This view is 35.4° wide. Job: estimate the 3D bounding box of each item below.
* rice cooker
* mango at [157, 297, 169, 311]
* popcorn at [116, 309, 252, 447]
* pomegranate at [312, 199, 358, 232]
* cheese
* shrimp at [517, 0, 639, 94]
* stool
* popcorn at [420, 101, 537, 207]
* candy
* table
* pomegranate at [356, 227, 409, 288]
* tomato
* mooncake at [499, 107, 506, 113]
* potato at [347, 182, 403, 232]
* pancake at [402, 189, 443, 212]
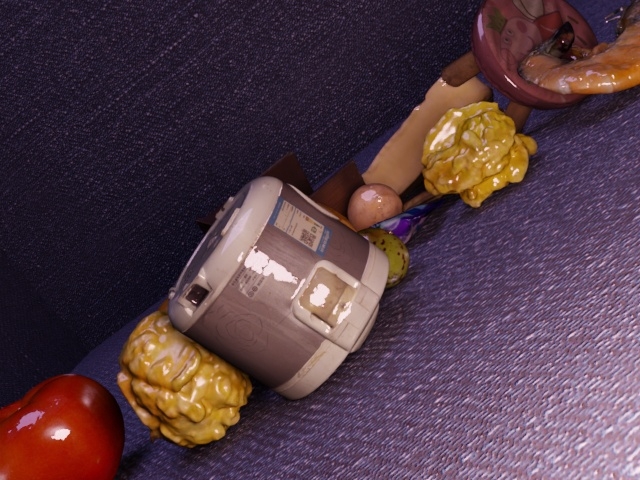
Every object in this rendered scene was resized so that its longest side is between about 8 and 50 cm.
[{"bbox_3d":[-0.054,0.072,1.482,0.288,0.277,0.288,-53,11,15],"label":"rice cooker"},{"bbox_3d":[-0.296,0.168,2.486,0.254,0.139,0.175,-37,9,-37],"label":"mango"},{"bbox_3d":[-0.234,0.228,1.602,0.266,0.233,0.192,12,62,47],"label":"popcorn"},{"bbox_3d":[-0.057,0.038,1.754,0.260,0.260,0.260,-38,8,6],"label":"pomegranate"},{"bbox_3d":[0.231,-0.218,2.215,0.384,0.104,0.384,-44,-7,-7],"label":"cheese"},{"bbox_3d":[0.511,-0.362,1.797,0.272,0.085,0.445,-3,32,31],"label":"shrimp"},{"bbox_3d":[0.388,-0.342,1.944,0.272,0.272,0.178,-44,-3,-31],"label":"stool"},{"bbox_3d":[0.267,-0.144,1.729,0.198,0.155,0.197,-32,30,21],"label":"popcorn"},{"bbox_3d":[0.111,0.003,1.876,0.275,0.070,0.145,-36,0,30],"label":"candy"},{"bbox_3d":[-0.060,-0.034,2.125,0.282,0.196,0.251,-41,28,-22],"label":"table"},{"bbox_3d":[0.084,0.047,1.648,0.142,0.115,0.114,-64,9,0],"label":"pomegranate"},{"bbox_3d":[-0.489,0.387,1.828,0.299,0.226,0.298,-30,9,5],"label":"tomato"},{"bbox_3d":[0.339,-0.219,2.065,0.130,0.073,0.125,-43,9,-4],"label":"mooncake"},{"bbox_3d":[0.105,-0.054,1.977,0.112,0.112,0.147,-45,-26,-37],"label":"potato"},{"bbox_3d":[0.259,-0.117,1.941,0.235,0.029,0.212,-32,0,-2],"label":"pancake"}]
